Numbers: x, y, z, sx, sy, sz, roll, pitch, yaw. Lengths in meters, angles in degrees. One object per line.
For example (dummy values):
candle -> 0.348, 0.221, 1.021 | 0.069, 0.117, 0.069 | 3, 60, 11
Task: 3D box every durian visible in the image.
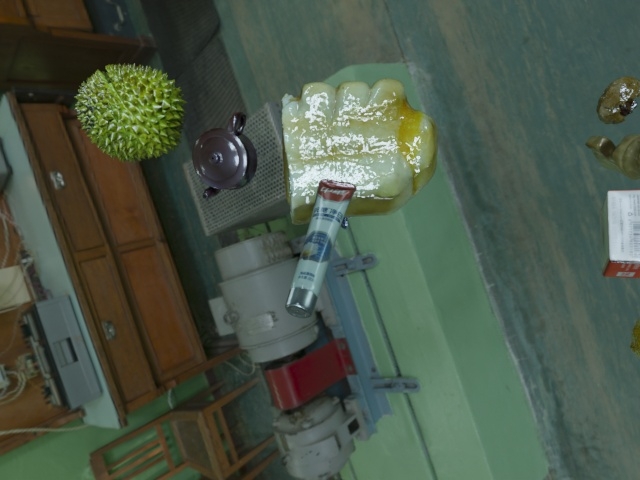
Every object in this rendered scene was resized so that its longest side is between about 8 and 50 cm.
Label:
durian -> -0.307, -0.197, 0.699 | 0.198, 0.159, 0.146 | -22, 85, 55

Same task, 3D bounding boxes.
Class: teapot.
teapot -> -0.103, -0.090, 0.460 | 0.068, 0.045, 0.100 | 25, 104, 9

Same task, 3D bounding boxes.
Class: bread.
bread -> 0.711, -0.331, 1.026 | 0.060, 0.082, 0.113 | -120, 35, -49
bread -> 0.083, -0.193, 0.954 | 0.341, 0.210, 0.300 | -9, 82, 1

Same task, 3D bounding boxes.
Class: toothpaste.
toothpaste -> 0.000, 0.000, 0.624 | 0.062, 0.239, 0.039 | 12, 144, 8

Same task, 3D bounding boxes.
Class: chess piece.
chess piece -> 0.869, -0.230, 1.197 | 0.137, 0.301, 0.137 | -1, 105, -2

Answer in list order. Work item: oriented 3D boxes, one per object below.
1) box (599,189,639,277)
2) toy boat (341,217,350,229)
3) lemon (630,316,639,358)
box -> 0.713, -0.012, 0.998 | 0.099, 0.133, 0.182 | 0, 68, 27
toy boat -> 0.078, -0.075, 1.307 | 0.038, 0.038, 0.083 | -7, 75, 42
lemon -> 1.125, 0.317, 1.362 | 0.234, 0.288, 0.233 | -10, 61, 19
